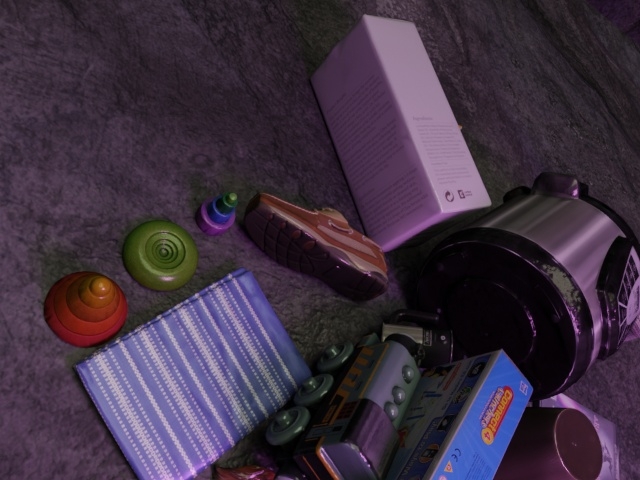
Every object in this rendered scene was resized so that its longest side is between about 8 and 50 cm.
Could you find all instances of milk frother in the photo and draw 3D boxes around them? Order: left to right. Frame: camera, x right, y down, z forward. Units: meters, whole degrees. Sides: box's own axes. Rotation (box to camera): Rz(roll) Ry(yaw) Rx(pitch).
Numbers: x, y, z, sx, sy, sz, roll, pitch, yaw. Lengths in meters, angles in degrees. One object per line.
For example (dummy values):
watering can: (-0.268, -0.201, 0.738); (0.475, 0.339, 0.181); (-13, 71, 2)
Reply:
milk frother: (0.186, 0.222, 1.089); (0.135, 0.143, 0.129); (6, 28, 7)

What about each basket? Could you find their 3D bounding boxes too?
basket: (0.400, 0.400, 1.052); (0.154, 0.227, 0.204); (35, 53, -15)

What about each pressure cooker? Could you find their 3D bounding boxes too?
pressure cooker: (0.456, 0.082, 1.152); (0.420, 0.370, 0.375); (-25, 72, -39)

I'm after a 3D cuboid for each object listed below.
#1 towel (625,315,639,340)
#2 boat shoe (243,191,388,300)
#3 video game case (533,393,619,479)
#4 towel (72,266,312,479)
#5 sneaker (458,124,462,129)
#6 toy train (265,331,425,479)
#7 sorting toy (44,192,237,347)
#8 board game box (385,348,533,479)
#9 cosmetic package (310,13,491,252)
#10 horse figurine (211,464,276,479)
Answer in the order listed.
towel: (0.678, 0.107, 1.362); (0.056, 0.324, 0.312); (-21, 73, 5)
boat shoe: (0.000, 0.000, 1.063); (0.324, 0.122, 0.120); (33, 48, -26)
video game case: (0.598, 0.476, 1.275); (0.274, 0.026, 0.196); (30, 55, -17)
towel: (-0.187, 0.214, 0.887); (0.336, 0.040, 0.243); (-30, 89, -37)
sneaker: (0.273, -0.259, 1.385); (0.083, 0.084, 0.215); (45, 47, 10)
toy train: (0.055, 0.269, 0.878); (0.142, 0.190, 0.334); (60, 37, -11)
sorting toy: (-0.257, 0.018, 0.872); (0.127, 0.126, 0.365); (50, 52, -3)
board game box: (0.144, 0.333, 0.869); (0.086, 0.302, 0.308); (50, 52, -4)
cosmetic package: (0.160, -0.226, 1.194); (0.162, 0.230, 0.453); (-9, 74, -36)
horse figurine: (-0.074, 0.452, 0.823); (0.174, 0.066, 0.263); (-14, 79, -31)
